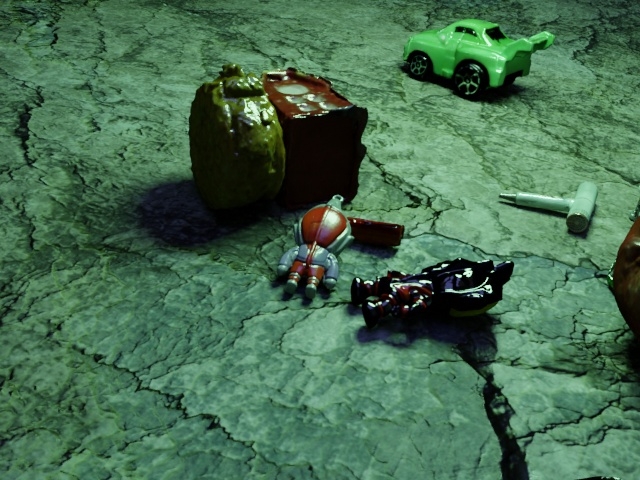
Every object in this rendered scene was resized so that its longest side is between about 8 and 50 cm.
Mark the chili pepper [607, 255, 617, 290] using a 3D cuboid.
[{"bbox_3d":[0.524,0.050,1.278,0.073,0.050,0.182,29,40,17],"label":"chili pepper"}]

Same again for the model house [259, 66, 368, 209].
[{"bbox_3d":[-0.048,-0.202,1.433,0.160,0.196,0.254,-14,37,-27],"label":"model house"}]

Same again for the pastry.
[{"bbox_3d":[-0.156,-0.171,1.328,0.132,0.235,0.240,-17,29,-26],"label":"pastry"}]

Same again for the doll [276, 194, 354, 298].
[{"bbox_3d":[0.000,0.000,1.229,0.102,0.075,0.227,13,44,7],"label":"doll"}]

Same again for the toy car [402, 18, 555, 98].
[{"bbox_3d":[0.400,-0.489,1.994,0.359,0.176,0.213,29,37,32],"label":"toy car"}]

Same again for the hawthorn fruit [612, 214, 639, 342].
[{"bbox_3d":[0.572,0.048,1.087,0.300,0.275,0.275,0,32,-25],"label":"hawthorn fruit"}]

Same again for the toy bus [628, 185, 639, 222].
[{"bbox_3d":[0.616,-0.039,1.420,0.074,0.069,0.162,16,34,13],"label":"toy bus"}]

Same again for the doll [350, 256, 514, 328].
[{"bbox_3d":[0.174,0.073,1.151,0.249,0.088,0.127,-13,57,-14],"label":"doll"}]

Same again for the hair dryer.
[{"bbox_3d":[0.436,-0.083,1.486,0.183,0.044,0.155,16,31,20],"label":"hair dryer"}]

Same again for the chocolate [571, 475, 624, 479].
[{"bbox_3d":[0.277,0.341,0.667,0.224,0.206,0.177,40,52,-12],"label":"chocolate"}]

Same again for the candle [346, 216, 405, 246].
[{"bbox_3d":[0.060,-0.015,1.305,0.162,0.053,0.048,8,76,11],"label":"candle"}]
